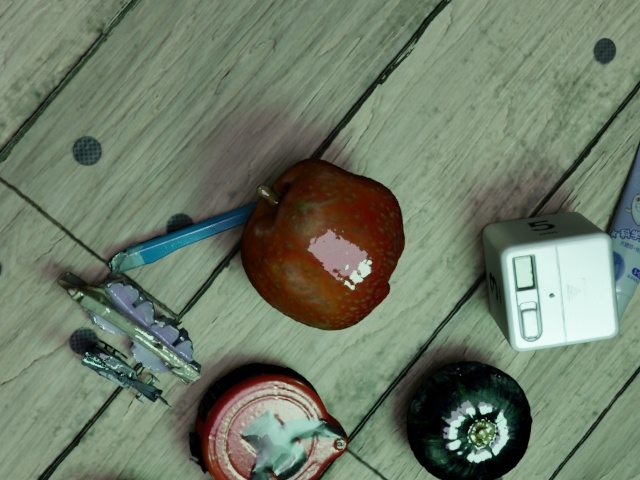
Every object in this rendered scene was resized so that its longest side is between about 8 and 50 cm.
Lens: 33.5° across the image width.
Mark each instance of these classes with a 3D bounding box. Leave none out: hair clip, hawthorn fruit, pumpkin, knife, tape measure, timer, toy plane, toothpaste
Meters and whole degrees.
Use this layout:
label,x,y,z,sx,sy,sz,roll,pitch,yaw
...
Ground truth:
label,x,y,z,sx,sy,sz,roll,pitch,yaw
hair clip,-0.307,0.142,1.764,0.106,0.084,0.292,-44,115,8
hawthorn fruit,0.000,0.000,1.738,0.300,0.275,0.275,39,87,-28
pumpkin,0.269,0.334,1.934,0.233,0.163,0.233,-2,99,-16
knife,-0.223,-0.005,1.791,0.297,0.026,0.044,-21,123,-13
tape measure,-0.100,0.346,1.847,0.253,0.114,0.260,-42,109,-6
timer,0.405,0.069,1.888,0.194,0.195,0.192,-8,103,1
toy plane,-0.330,0.226,1.776,0.197,0.078,0.053,40,84,-34
toothpaste,0.602,-0.024,2.025,0.125,0.080,0.371,25,86,-10
